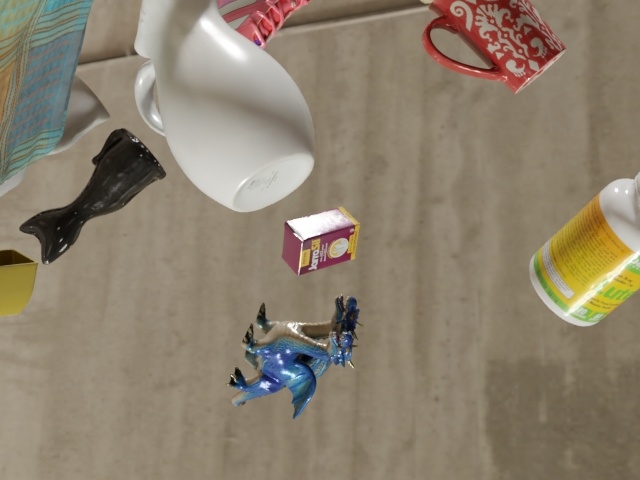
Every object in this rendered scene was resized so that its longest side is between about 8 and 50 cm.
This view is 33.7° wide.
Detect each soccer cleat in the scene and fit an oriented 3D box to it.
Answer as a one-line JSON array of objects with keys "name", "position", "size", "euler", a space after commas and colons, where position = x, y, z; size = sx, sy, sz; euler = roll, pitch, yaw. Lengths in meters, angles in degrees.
[{"name": "soccer cleat", "position": [-0.056, -0.280, 1.217], "size": [0.083, 0.095, 0.248], "euler": [76, -146, -57]}]

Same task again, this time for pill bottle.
[{"name": "pill bottle", "position": [0.419, 0.000, 1.481], "size": [0.136, 0.246, 0.136], "euler": [21, -137, -21]}]

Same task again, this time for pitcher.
[{"name": "pitcher", "position": [-0.101, -0.118, 0.966], "size": [0.125, 0.178, 0.207], "euler": [-17, -113, -35]}]

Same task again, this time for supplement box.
[{"name": "supplement box", "position": [0.000, 0.000, 1.262], "size": [0.083, 0.043, 0.055], "euler": [-17, -47, -27]}]

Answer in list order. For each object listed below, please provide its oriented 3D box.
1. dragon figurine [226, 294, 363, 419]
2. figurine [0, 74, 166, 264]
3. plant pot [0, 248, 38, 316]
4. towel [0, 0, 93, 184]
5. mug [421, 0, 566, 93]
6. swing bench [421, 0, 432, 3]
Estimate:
[{"name": "dragon figurine", "position": [-0.038, 0.173, 1.395], "size": [0.085, 0.144, 0.289], "euler": [-61, -5, -50]}, {"name": "figurine", "position": [-0.363, -0.101, 1.478], "size": [0.209, 0.215, 0.092], "euler": [-42, -20, -8]}, {"name": "plant pot", "position": [-0.464, 0.065, 1.523], "size": [0.081, 0.081, 0.083], "euler": [-6, -72, -42]}, {"name": "towel", "position": [-0.292, -0.140, 0.968], "size": [0.370, 0.040, 0.272], "euler": [-70, 4, -64]}, {"name": "mug", "position": [0.230, -0.279, 1.434], "size": [0.169, 0.150, 0.113], "euler": [49, -164, 4]}, {"name": "swing bench", "position": [0.072, -0.409, 0.992], "size": [0.255, 0.165, 0.253], "euler": [-51, -45, -16]}]
